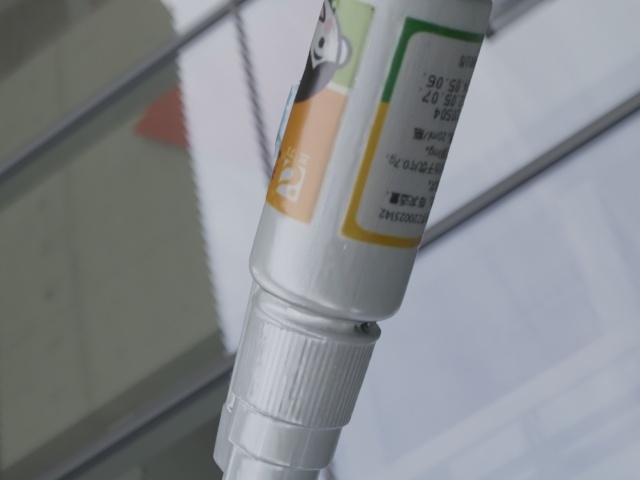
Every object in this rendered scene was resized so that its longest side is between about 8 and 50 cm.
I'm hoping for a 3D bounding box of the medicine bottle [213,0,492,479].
[{"bbox_3d":[0.000,0.000,0.752,0.061,0.220,0.092,11,-168,-23],"label":"medicine bottle"}]
